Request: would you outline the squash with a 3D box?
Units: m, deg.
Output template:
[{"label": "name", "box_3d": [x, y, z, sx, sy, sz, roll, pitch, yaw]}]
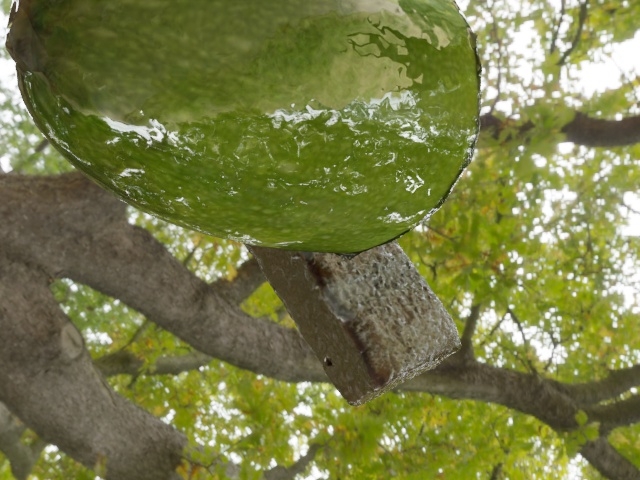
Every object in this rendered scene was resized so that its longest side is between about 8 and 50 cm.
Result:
[{"label": "squash", "box_3d": [-0.072, -0.122, 0.521, 0.310, 0.311, 0.308, 13, -166, 36]}]

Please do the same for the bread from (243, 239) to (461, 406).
[{"label": "bread", "box_3d": [0.000, 0.000, 0.823, 0.165, 0.113, 0.417, -20, -111, -42]}]
